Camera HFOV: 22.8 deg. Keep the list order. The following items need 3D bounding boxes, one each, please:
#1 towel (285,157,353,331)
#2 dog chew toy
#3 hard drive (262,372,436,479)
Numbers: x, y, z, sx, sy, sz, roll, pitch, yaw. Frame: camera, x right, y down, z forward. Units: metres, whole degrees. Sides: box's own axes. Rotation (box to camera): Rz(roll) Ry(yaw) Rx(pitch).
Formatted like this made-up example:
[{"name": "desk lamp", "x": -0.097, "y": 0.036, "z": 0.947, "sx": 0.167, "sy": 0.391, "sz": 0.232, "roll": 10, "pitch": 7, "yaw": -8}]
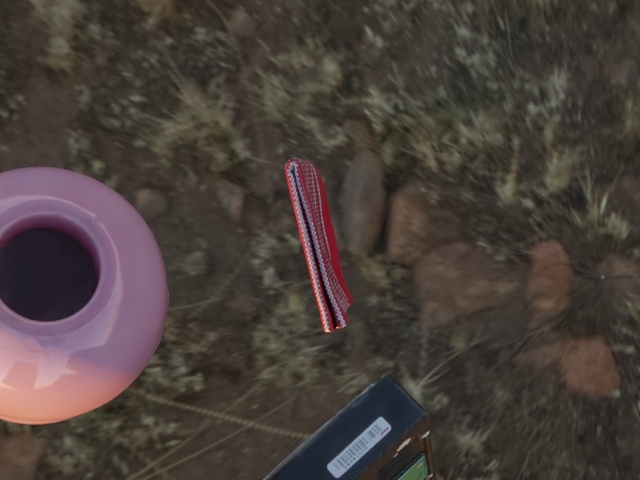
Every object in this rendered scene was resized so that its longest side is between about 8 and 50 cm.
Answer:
[{"name": "towel", "x": 0.000, "y": 0.000, "z": 1.840, "sx": 0.031, "sy": 0.275, "sz": 0.199, "roll": -14, "pitch": 92, "yaw": 3}, {"name": "dog chew toy", "x": -0.244, "y": 0.065, "z": 1.360, "sx": 0.206, "sy": 0.332, "sz": 0.207, "roll": 4, "pitch": 74, "yaw": -12}, {"name": "hard drive", "x": 0.006, "y": 0.265, "z": 1.532, "sx": 0.237, "sy": 0.339, "sz": 0.064, "roll": -42, "pitch": 70, "yaw": -9}]
